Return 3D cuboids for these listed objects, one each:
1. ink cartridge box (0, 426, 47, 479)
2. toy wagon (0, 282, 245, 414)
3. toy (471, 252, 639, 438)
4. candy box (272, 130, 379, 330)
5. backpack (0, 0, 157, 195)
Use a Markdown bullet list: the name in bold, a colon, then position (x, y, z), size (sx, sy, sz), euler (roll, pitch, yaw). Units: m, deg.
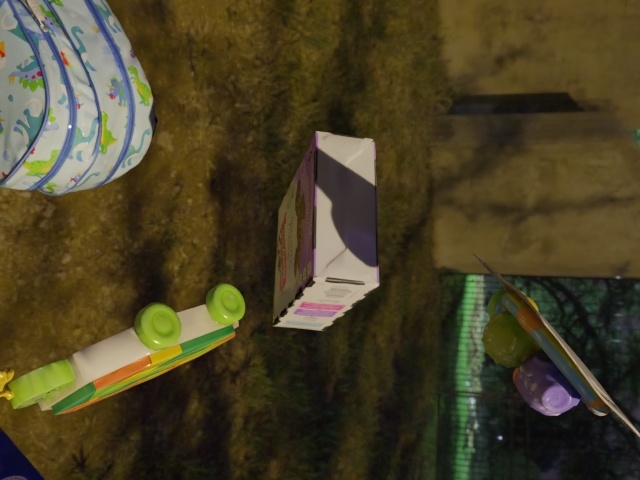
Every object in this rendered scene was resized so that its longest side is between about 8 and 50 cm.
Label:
- **ink cartridge box**: position (-0.451, 0.235, 0.501), size (0.370, 0.175, 0.069), euler (-14, 121, -49)
- **toy wagon**: position (-0.265, 0.158, 0.774), size (0.344, 0.267, 0.068), euler (-14, 75, -56)
- **toy**: position (0.171, 0.092, 0.477), size (0.137, 0.056, 0.237), euler (48, 12, -3)
- **candy box**: position (0.000, 0.000, 0.673), size (0.196, 0.070, 0.165), euler (126, -32, -63)
- **backpack**: position (-0.393, -0.231, 0.818), size (0.356, 0.290, 0.273), euler (53, 24, -10)
